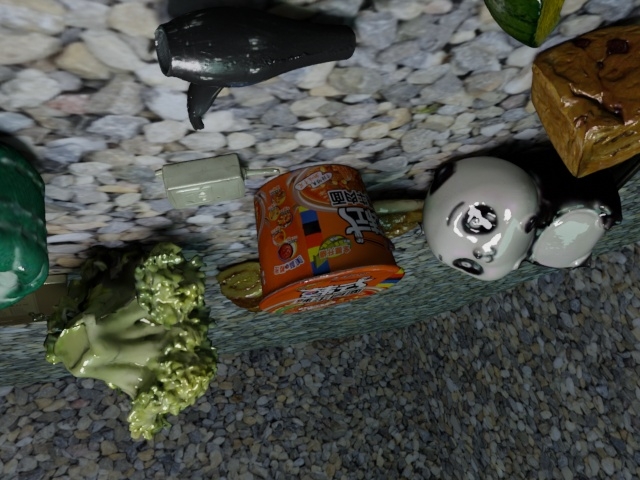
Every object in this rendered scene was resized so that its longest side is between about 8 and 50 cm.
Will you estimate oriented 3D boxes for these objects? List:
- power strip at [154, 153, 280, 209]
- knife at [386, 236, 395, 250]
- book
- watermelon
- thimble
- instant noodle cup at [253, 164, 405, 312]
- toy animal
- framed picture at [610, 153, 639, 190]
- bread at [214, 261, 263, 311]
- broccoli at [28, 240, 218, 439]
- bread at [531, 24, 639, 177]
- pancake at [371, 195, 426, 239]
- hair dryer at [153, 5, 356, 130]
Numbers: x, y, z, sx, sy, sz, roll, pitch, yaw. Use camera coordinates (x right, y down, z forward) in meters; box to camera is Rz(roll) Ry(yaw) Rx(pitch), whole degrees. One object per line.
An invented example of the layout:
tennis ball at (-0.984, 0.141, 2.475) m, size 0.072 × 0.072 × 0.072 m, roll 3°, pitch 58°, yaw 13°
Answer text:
power strip at (-0.145, -0.088, 0.771) m, size 0.175 × 0.042 × 0.075 m, roll -12°, pitch 162°, yaw -7°
knife at (0.030, 0.030, 1.129) m, size 0.278 × 0.053 × 0.123 m, roll -20°, pitch 156°, yaw 35°
book at (-0.656, 0.137, 1.130) m, size 0.217 × 0.021 × 0.310 m, roll -4°, pitch 161°, yaw -27°
watermelon at (0.212, -0.239, 0.512) m, size 0.092 × 0.075 × 0.181 m, roll -20°, pitch 161°, yaw 8°
thimble at (-0.455, -0.010, 0.571) m, size 0.288 × 0.167 × 0.254 m, roll -1°, pitch 158°, yaw -38°
instant noodle cup at (0.000, 0.000, 0.910) m, size 0.251 × 0.192 × 0.250 m, roll -12°, pitch 163°, yaw -4°
toy animal at (0.343, -0.050, 0.977) m, size 0.310 × 0.250 × 0.251 m, roll 0°, pitch 162°, yaw -3°
framed picture at (0.594, -0.110, 1.111) m, size 0.265 × 0.016 × 0.347 m, roll -40°, pitch 167°, yaw -14°
bread at (-0.165, 0.117, 1.304) m, size 0.132 × 0.103 × 0.172 m, roll -18°, pitch 160°, yaw 3°
broccoli at (-0.348, 0.172, 0.921) m, size 0.294 × 0.347 × 0.281 m, roll -9°, pitch 169°, yaw 8°
bread at (0.374, -0.184, 0.703) m, size 0.149 × 0.143 × 0.158 m, roll -23°, pitch 162°, yaw 7°
pancake at (0.109, -0.038, 1.124) m, size 0.283 × 0.048 × 0.282 m, roll -10°, pitch 164°, yaw -3°
hair dryer at (-0.091, -0.168, 0.564) m, size 0.196 × 0.075 × 0.219 m, roll -14°, pitch 176°, yaw -31°
